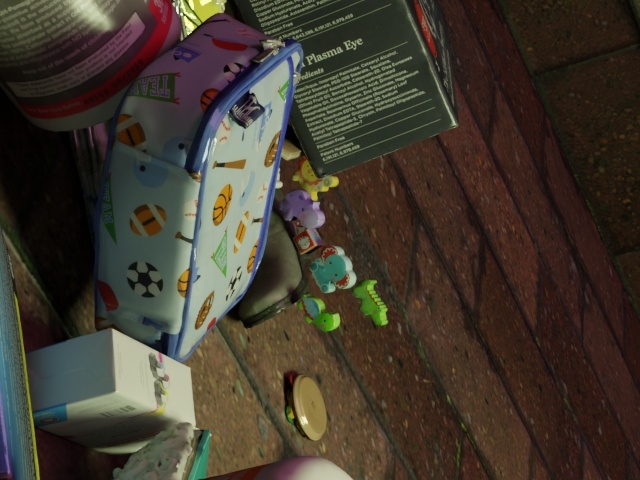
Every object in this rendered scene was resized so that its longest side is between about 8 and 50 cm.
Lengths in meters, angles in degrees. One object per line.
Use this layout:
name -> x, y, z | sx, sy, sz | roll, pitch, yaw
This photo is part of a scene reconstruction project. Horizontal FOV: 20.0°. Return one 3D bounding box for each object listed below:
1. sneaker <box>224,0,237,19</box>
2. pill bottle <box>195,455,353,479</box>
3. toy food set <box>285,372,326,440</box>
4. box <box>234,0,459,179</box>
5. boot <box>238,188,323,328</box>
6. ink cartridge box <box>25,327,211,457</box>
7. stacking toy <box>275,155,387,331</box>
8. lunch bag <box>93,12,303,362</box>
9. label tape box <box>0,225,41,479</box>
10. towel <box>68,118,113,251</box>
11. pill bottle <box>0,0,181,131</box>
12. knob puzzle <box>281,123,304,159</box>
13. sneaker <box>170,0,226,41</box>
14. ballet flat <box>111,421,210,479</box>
sneaker -> -0.165, -0.380, 2.094 | 0.169, 0.108, 0.292 | -77, 152, -60
pill bottle -> -0.152, 0.287, 1.169 | 0.224, 0.392, 0.224 | -17, 90, -71
toy food set -> -0.017, 0.196, 2.138 | 0.082, 0.020, 0.083 | 57, 26, -38
box -> 0.018, -0.296, 2.090 | 0.343, 0.179, 0.312 | -88, 154, -63
boot -> -0.082, -0.013, 2.077 | 0.161, 0.083, 0.246 | 57, 21, -18
ink cartridge box -> -0.183, 0.140, 1.620 | 0.181, 0.104, 0.061 | 37, 42, -59
stacking toy -> 0.000, 0.000, 2.062 | 0.221, 0.052, 0.167 | 63, 24, 10
lunch bag -> -0.107, -0.056, 1.676 | 0.243, 0.115, 0.303 | -46, 154, -56
label tape box -> -0.279, 0.096, 1.347 | 0.347, 0.115, 0.249 | 107, -26, -71
towel -> -0.186, -0.041, 1.859 | 0.209, 0.034, 0.285 | -6, 80, -70
pill bottle -> -0.270, -0.261, 1.598 | 0.176, 0.176, 0.318 | -86, 152, -43
knob puzzle -> -0.102, -0.148, 2.048 | 0.213, 0.030, 0.213 | 34, 11, -8
sneaker -> -0.146, -0.196, 1.838 | 0.384, 0.147, 0.145 | 57, 17, -30
ballet flat -> -0.175, 0.301, 1.478 | 0.409, 0.147, 0.147 | -83, 150, -47
